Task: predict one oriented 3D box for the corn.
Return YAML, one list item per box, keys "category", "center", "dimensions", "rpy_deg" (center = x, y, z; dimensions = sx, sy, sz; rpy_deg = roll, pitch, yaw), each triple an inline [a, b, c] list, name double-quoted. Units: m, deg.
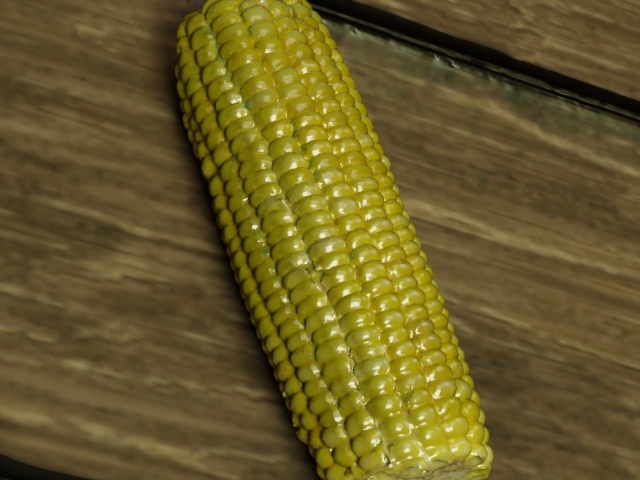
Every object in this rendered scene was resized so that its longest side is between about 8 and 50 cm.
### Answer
- category: "corn"
  center: [0.000, 0.000, 0.706]
  dimensions: [0.081, 0.081, 0.248]
  rpy_deg: [-8, 66, -30]
